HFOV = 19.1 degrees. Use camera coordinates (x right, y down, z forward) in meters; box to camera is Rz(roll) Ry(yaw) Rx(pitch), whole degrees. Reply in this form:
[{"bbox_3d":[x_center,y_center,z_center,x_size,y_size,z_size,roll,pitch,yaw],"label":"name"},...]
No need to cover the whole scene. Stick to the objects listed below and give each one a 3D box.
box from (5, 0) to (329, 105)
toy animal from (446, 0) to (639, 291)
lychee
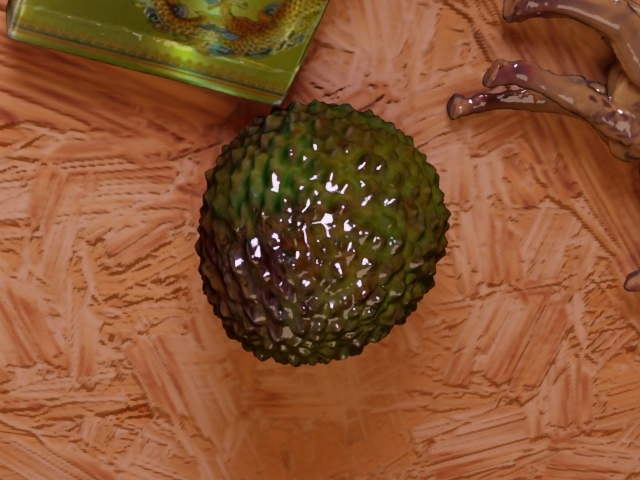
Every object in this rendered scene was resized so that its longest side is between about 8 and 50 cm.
[{"bbox_3d":[-0.046,-0.225,1.039,0.173,0.043,0.311,12,124,-20],"label":"box"},{"bbox_3d":[0.193,-0.065,1.210,0.149,0.054,0.275,-37,127,21],"label":"toy animal"},{"bbox_3d":[0.000,0.000,1.147,0.171,0.171,0.171,-6,129,-7],"label":"lychee"}]
